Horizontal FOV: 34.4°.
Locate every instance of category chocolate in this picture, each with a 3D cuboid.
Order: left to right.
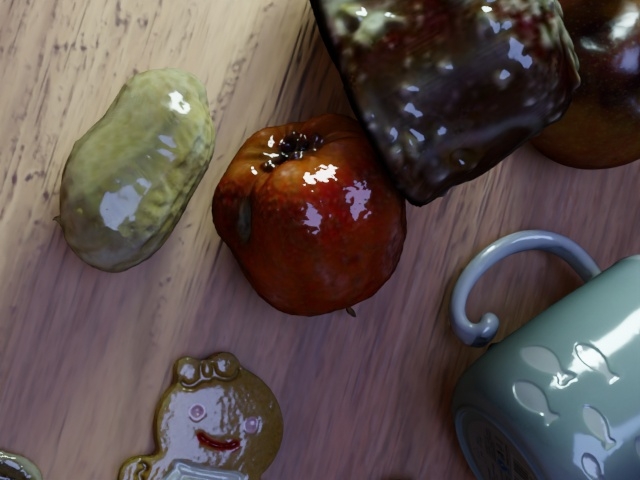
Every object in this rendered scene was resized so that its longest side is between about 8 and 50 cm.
[{"bbox_3d":[0.133,-0.220,1.040,0.225,0.210,0.340,25,42,-55],"label":"chocolate"}]

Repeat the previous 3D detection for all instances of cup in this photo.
[{"bbox_3d":[0.282,0.153,1.168,0.274,0.259,0.357,-31,70,-18],"label":"cup"}]

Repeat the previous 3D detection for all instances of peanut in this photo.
[{"bbox_3d":[-0.183,-0.073,1.035,0.129,0.129,0.224,37,68,-17],"label":"peanut"}]

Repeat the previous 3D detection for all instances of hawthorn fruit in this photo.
[{"bbox_3d":[0.000,0.000,1.082,0.207,0.207,0.243,-32,127,-18],"label":"hawthorn fruit"}]

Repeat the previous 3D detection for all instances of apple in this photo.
[{"bbox_3d":[0.330,-0.189,1.186,0.230,0.230,0.230,0,90,-21],"label":"apple"}]

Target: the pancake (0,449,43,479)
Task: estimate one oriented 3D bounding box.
[{"bbox_3d":[-0.342,0.277,1.023,0.151,0.025,0.152,-1,92,-21],"label":"pancake"}]

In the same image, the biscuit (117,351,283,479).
[{"bbox_3d":[-0.119,0.244,1.105,0.184,0.035,0.249,19,83,-20],"label":"biscuit"}]

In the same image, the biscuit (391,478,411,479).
[{"bbox_3d":[0.030,0.384,1.159,0.183,0.043,0.280,43,80,-12],"label":"biscuit"}]
